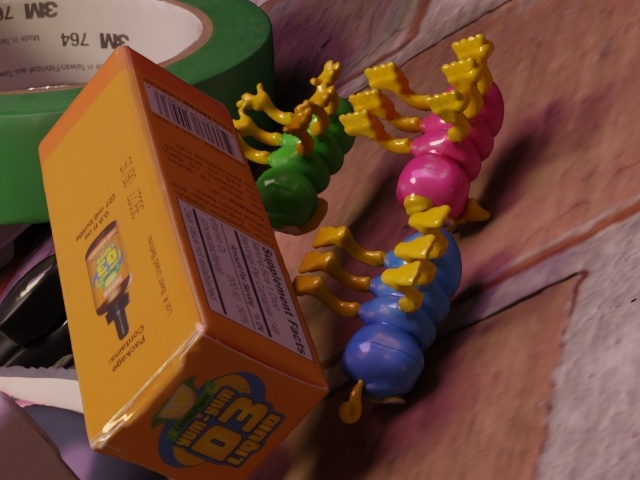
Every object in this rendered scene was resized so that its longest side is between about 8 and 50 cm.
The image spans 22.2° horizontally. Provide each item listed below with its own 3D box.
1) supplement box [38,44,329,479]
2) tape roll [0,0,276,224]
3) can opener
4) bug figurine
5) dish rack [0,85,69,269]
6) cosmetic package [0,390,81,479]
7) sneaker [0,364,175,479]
[{"bbox_3d":[-0.071,0.007,0.758,0.078,0.080,0.233,-47,33,20],"label":"supplement box"},{"bbox_3d":[-0.192,-0.108,1.147,0.321,0.077,0.321,-2,25,1],"label":"tape roll"},{"bbox_3d":[-0.206,0.078,1.100,0.186,0.073,0.059,-47,26,21],"label":"can opener"},{"bbox_3d":[0.000,0.000,0.825,0.279,0.072,0.216,-6,49,52],"label":"bug figurine"},{"bbox_3d":[-0.232,-0.098,1.475,0.333,0.072,0.285,-39,21,13],"label":"dish rack"},{"bbox_3d":[-0.193,0.266,0.403,0.161,0.230,0.453,8,54,44],"label":"cosmetic package"},{"bbox_3d":[-0.178,0.140,0.838,0.131,0.112,0.319,-51,20,-27],"label":"sneaker"}]
